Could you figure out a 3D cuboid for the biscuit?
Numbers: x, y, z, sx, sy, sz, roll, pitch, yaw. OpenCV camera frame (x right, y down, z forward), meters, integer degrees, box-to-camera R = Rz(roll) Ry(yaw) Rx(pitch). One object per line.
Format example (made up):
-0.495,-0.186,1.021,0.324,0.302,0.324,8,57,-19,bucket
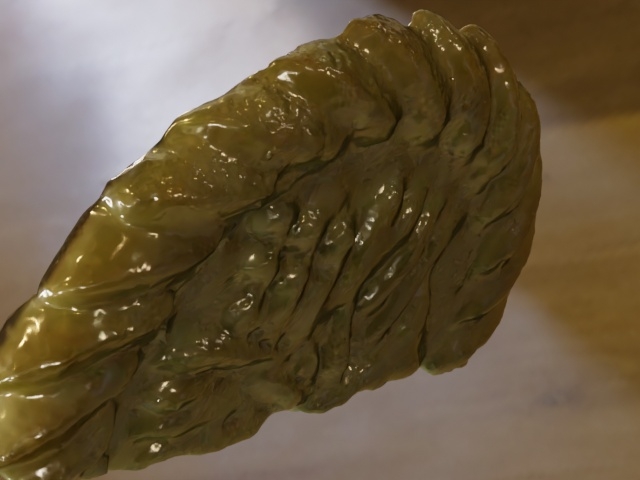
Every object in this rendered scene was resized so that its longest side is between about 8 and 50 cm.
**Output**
0.000,0.000,0.725,0.273,0.187,0.036,-15,44,-43,biscuit
